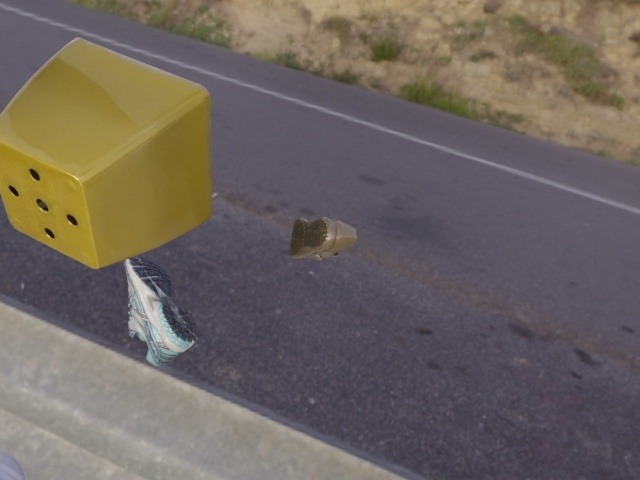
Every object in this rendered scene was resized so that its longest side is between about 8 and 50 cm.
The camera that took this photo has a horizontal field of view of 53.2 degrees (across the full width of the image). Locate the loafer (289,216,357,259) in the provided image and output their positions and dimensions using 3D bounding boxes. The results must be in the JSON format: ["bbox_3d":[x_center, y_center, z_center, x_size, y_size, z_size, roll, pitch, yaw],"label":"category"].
[{"bbox_3d":[0.000,0.000,0.808,0.050,0.056,0.148,12,-3,-20],"label":"loafer"}]

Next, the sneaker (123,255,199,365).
[{"bbox_3d":[-0.376,0.145,1.371,0.110,0.122,0.283,27,22,-52],"label":"sneaker"}]

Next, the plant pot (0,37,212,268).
[{"bbox_3d":[-0.276,-0.092,0.796,0.212,0.212,0.187,23,46,15],"label":"plant pot"}]

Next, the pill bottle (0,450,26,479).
[{"bbox_3d":[-0.444,0.441,0.799,0.210,0.210,0.363,0,20,-30],"label":"pill bottle"}]
